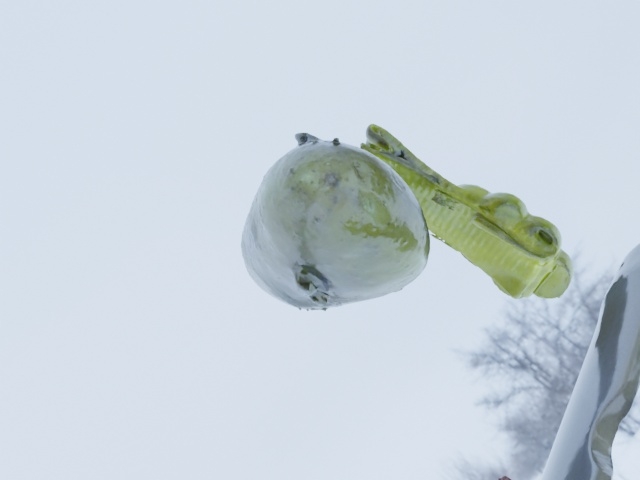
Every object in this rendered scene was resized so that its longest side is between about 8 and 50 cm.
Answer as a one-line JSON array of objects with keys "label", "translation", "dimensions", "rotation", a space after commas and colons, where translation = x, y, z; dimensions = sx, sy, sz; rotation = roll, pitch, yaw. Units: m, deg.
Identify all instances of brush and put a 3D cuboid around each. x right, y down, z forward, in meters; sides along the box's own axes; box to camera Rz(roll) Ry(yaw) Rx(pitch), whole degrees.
[{"label": "brush", "translation": [0.101, 0.103, 0.376], "dimensions": [0.321, 0.050, 0.060], "rotation": [-53, -8, -39]}]

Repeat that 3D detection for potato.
[{"label": "potato", "translation": [0.000, 0.000, 0.494], "dimensions": [0.085, 0.105, 0.188], "rotation": [-60, 10, -19]}]

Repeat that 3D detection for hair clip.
[{"label": "hair clip", "translation": [0.094, -0.015, 0.570], "dimensions": [0.046, 0.173, 0.072], "rotation": [-51, -15, -38]}]
